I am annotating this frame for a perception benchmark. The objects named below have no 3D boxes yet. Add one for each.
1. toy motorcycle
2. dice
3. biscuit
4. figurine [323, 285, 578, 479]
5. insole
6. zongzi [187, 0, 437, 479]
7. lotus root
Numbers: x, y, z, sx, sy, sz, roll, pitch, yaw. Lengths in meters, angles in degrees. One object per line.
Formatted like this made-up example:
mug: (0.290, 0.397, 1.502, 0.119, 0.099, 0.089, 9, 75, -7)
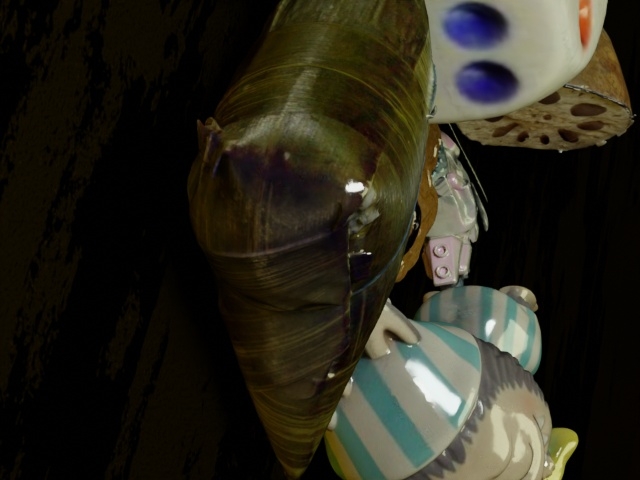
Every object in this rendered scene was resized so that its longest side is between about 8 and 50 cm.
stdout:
toy motorcycle: (0.145, -0.054, 2.161, 0.204, 0.108, 0.239, 56, 13, -62)
dice: (0.149, -0.321, 1.872, 0.304, 0.304, 0.277, -68, 151, -44)
biscuit: (0.076, -0.058, 1.970, 0.290, 0.041, 0.208, -52, 130, -41)
figurine: (0.134, 0.140, 1.921, 0.378, 0.266, 0.361, 63, 28, -51)
insole: (0.160, -0.169, 2.205, 0.322, 0.007, 0.109, 61, 5, -35)
zongzi: (0.006, -0.029, 1.690, 0.403, 0.207, 0.432, -71, 164, -46)
lotus root: (0.305, -0.243, 2.393, 0.272, 0.272, 0.192, 46, 38, -62)
